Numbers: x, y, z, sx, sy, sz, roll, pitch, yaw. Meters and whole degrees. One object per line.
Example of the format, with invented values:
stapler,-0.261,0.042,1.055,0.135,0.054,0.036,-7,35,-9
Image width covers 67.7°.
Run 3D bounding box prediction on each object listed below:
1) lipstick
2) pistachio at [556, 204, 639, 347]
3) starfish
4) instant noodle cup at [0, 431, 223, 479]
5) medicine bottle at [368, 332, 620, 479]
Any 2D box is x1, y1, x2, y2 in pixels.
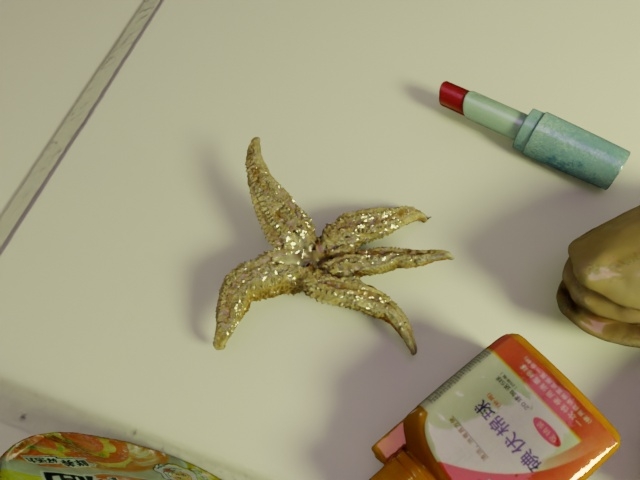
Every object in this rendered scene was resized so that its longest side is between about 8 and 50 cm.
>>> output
lipstick,0.295,-0.162,0.693,0.274,0.068,0.061,32,76,20
pistachio,0.413,0.022,0.537,0.292,0.162,0.182,-23,37,-3
starfish,0.025,0.011,0.641,0.293,0.084,0.302,5,68,6
instant noodle cup,-0.200,0.324,0.435,0.264,0.264,0.200,16,75,15
medicine bottle,0.167,0.222,0.498,0.222,0.112,0.149,-36,63,-10
